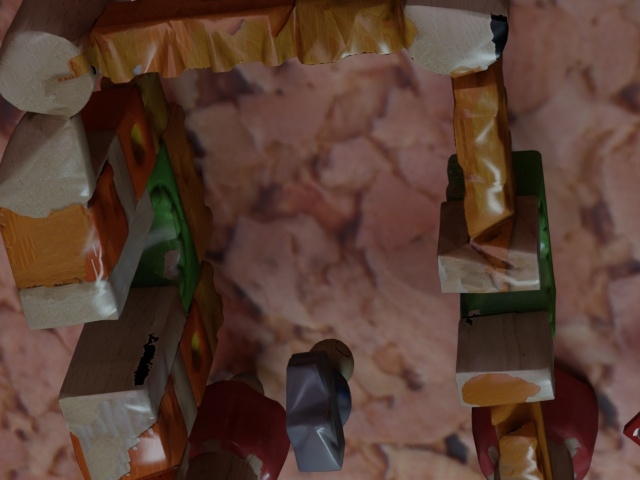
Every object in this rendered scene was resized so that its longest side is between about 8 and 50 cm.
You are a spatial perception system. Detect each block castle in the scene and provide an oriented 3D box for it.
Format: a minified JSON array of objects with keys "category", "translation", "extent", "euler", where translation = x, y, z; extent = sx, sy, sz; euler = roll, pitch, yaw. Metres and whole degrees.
[{"category":"block castle","translation":[0.000,0.000,1.067],"extent":[0.303,0.213,0.453],"euler":[-5,124,11]}]

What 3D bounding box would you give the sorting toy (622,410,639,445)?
[{"category":"sorting toy","translation":[0.306,0.069,1.079],"extent":[0.132,0.046,0.274],"euler":[34,125,-1]}]
